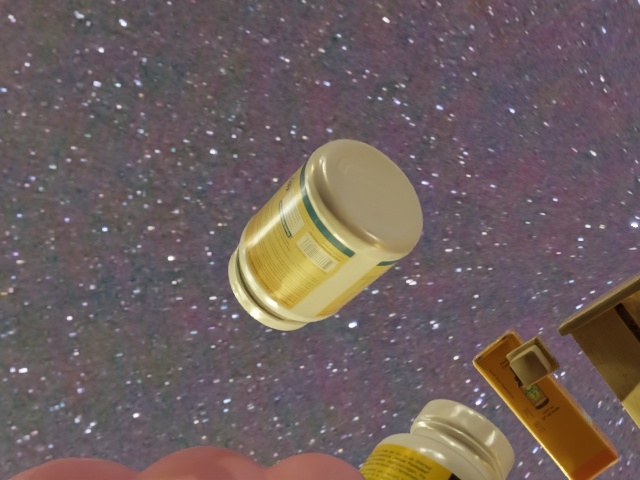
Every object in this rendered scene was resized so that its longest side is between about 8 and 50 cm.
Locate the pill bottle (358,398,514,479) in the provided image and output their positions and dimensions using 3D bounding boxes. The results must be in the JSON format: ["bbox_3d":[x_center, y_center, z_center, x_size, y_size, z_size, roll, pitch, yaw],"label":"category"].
[{"bbox_3d":[0.109,0.373,1.047,0.187,0.188,0.334,27,-123,23],"label":"pill bottle"}]

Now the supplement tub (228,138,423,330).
[{"bbox_3d":[0.000,0.000,0.900,0.199,0.144,0.144,-42,-108,40],"label":"supplement tub"}]

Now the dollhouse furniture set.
[{"bbox_3d":[0.457,0.153,0.941,0.355,0.174,0.303,-37,-97,27],"label":"dollhouse furniture set"}]

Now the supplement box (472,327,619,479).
[{"bbox_3d":[0.329,0.241,1.205,0.078,0.080,0.233,-41,-98,14],"label":"supplement box"}]

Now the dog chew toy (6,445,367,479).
[{"bbox_3d":[-0.102,0.249,0.610,0.331,0.206,0.207,-12,-96,-3],"label":"dog chew toy"}]
